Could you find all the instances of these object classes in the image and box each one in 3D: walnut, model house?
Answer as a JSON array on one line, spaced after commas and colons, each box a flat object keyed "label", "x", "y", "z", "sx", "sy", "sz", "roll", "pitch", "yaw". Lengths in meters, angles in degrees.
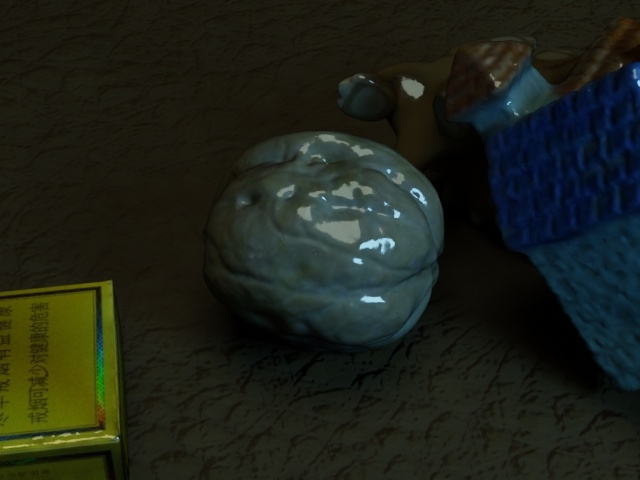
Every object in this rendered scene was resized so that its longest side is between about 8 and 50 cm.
[{"label": "walnut", "x": 0.000, "y": 0.000, "z": 1.395, "sx": 0.224, "sy": 0.224, "sz": 0.224, "roll": -1, "pitch": 41, "yaw": 1}, {"label": "model house", "x": 0.279, "y": -0.084, "z": 1.335, "sx": 0.329, "sy": 0.252, "sz": 0.295, "roll": 50, "pitch": 52, "yaw": -8}]

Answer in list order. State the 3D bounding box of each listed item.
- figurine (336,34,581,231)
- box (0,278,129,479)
[{"label": "figurine", "x": 0.155, "y": -0.093, "z": 1.513, "sx": 0.177, "sy": 0.173, "sz": 0.247, "roll": 16, "pitch": 27, "yaw": 34}, {"label": "box", "x": -0.317, "y": 0.137, "z": 1.331, "sx": 0.302, "sy": 0.084, "sz": 0.192, "roll": -6, "pitch": 41, "yaw": -5}]
